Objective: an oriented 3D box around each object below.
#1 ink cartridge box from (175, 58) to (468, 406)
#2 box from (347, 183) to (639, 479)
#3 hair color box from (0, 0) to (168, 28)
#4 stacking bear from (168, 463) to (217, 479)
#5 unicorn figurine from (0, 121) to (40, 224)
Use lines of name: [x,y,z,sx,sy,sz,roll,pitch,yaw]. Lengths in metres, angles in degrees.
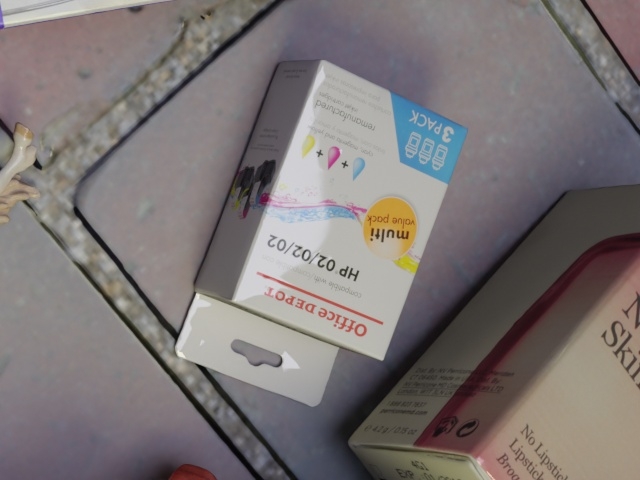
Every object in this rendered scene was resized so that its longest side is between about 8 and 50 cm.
ink cartridge box: [0.000,0.000,1.059,0.104,0.061,0.181,22,85,-25]
box: [0.157,0.094,1.087,0.232,0.127,0.148,-46,111,-25]
hair color box: [-0.054,-0.220,0.956,0.339,0.110,0.185,-12,100,-13]
stacking bear: [0.047,0.229,0.971,0.289,0.175,0.164,5,103,8]
unicorn figurine: [-0.219,-0.047,0.951,0.162,0.060,0.111,45,75,-21]
